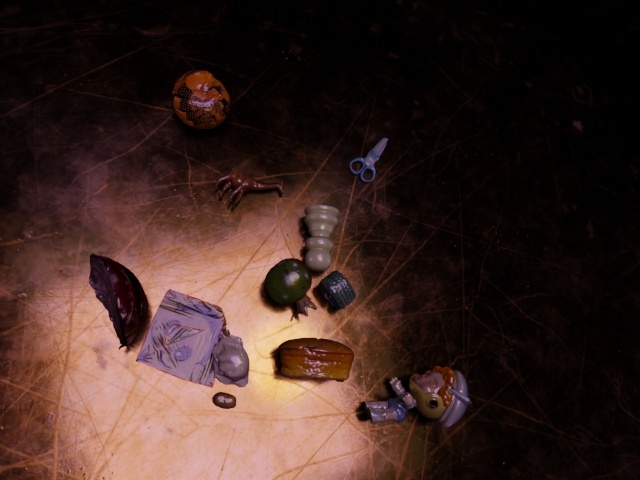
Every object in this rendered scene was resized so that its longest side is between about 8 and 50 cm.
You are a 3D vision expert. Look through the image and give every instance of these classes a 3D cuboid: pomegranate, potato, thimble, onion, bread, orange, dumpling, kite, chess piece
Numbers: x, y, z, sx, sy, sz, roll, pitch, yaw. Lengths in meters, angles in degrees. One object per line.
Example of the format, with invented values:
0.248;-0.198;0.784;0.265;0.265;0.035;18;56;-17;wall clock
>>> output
-0.101;0.176;1.642;0.181;0.181;0.224;-40;106;-24;pomegranate
-0.325;0.542;1.506;0.083;0.040;0.051;19;76;-7;potato
0.063;0.190;1.704;0.090;0.118;0.135;-36;99;-19;thimble
-0.636;0.174;1.439;0.146;0.280;0.314;-17;76;-36;onion
-0.015;0.413;1.560;0.269;0.195;0.143;5;79;-11;bread
-0.481;-0.560;1.786;0.234;0.182;0.234;6;75;-24;orange
-0.308;0.421;1.523;0.127;0.108;0.188;-13;98;-7;dumpling
-0.477;0.348;1.547;0.327;0.013;0.378;-20;80;-21;kite
0.000;0.000;1.752;0.144;0.144;0.251;7;74;-13;chess piece

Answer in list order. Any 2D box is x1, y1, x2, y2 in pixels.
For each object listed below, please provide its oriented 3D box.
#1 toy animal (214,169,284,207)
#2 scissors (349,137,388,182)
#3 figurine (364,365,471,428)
-0.281;-0.214;1.782;0.224;0.066;0.230;41;60;1;toy animal
0.235;-0.375;2.007;0.125;0.030;0.256;38;67;-2;scissors
0.354;0.593;1.640;0.381;0.224;0.205;-11;96;5;figurine
